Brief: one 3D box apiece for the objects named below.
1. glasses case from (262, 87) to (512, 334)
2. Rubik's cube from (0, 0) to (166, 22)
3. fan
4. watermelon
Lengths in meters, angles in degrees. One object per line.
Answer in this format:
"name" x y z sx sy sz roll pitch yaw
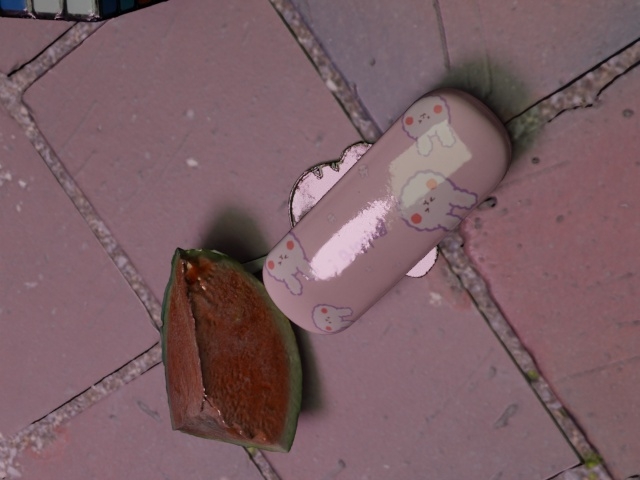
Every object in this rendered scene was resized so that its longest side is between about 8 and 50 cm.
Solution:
"glasses case" 0.061 -0.024 1.266 0.113 0.075 0.297 44 117 -1
"Rubik's cube" -0.248 -0.312 1.236 0.184 0.187 0.182 7 111 22
"fan" 0.000 0.000 1.344 0.226 0.008 0.153 -23 99 26
"watermelon" -0.116 0.117 1.391 0.146 0.128 0.231 -7 93 52
